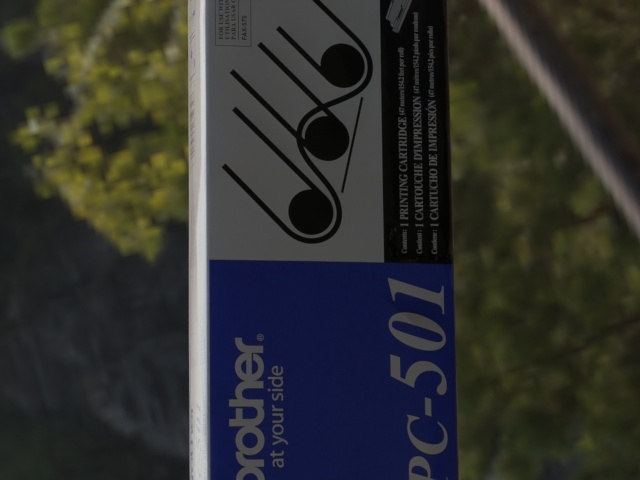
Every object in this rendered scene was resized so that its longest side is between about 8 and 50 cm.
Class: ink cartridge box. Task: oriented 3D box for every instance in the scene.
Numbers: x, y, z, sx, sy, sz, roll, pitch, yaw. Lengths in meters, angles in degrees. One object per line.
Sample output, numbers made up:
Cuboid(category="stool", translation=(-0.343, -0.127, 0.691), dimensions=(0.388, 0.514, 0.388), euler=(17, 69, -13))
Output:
Cuboid(category="ink cartridge box", translation=(0.000, 0.000, 0.739), dimensions=(0.046, 0.097, 0.207), euler=(149, 121, -75))
